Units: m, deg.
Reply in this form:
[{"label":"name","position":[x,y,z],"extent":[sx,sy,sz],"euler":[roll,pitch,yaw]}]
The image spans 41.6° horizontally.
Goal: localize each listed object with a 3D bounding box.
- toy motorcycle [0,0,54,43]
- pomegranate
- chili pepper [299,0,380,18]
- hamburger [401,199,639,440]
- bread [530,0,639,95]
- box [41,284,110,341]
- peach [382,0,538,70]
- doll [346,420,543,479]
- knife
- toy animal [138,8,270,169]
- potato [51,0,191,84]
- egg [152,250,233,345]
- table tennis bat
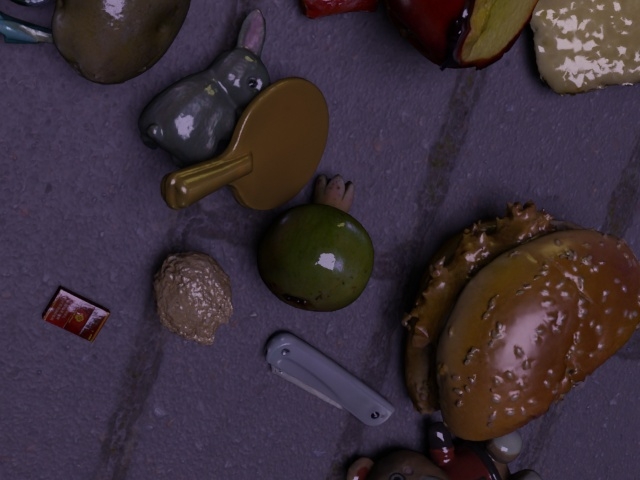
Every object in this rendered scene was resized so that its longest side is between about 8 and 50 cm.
[{"label":"toy motorcycle","position":[-0.467,-0.300,1.024],"extent":[0.297,0.109,0.198],"euler":[-1,107,-21]},{"label":"pomegranate","position":[0.003,0.005,1.254],"extent":[0.179,0.179,0.210],"euler":[21,94,-25]},{"label":"chili pepper","position":[0.024,-0.361,1.228],"extent":[0.123,0.070,0.073],"euler":[-15,125,-20]},{"label":"hamburger","position":[0.305,0.098,1.361],"extent":[0.445,0.268,0.287],"euler":[-39,110,-7]},{"label":"bread","position":[0.530,-0.359,1.330],"extent":[0.315,0.279,0.248],"euler":[-32,121,-25]},{"label":"box","position":[-0.354,0.107,1.221],"extent":[0.082,0.023,0.051],"euler":[32,92,-26]},{"label":"peach","position":[0.217,-0.420,1.194],"extent":[0.361,0.201,0.258],"euler":[-56,158,7]},{"label":"doll","position":[0.213,0.439,1.466],"extent":[0.330,0.174,0.234],"euler":[-17,79,-20]},{"label":"knife","position":[0.013,0.235,1.396],"extent":[0.266,0.040,0.073],"euler":[35,100,-26]},{"label":"toy animal","position":[-0.137,-0.209,1.173],"extent":[0.125,0.127,0.251],"euler":[44,82,-23]},{"label":"potato","position":[-0.251,-0.311,1.070],"extent":[0.178,0.160,0.235],"euler":[29,78,-36]},{"label":"egg","position":[-0.186,0.082,1.231],"extent":[0.116,0.118,0.140],"euler":[-22,121,-34]},{"label":"table tennis bat","position":[-0.092,-0.117,1.179],"extent":[0.321,0.050,0.198],"euler":[-30,137,-42]}]
